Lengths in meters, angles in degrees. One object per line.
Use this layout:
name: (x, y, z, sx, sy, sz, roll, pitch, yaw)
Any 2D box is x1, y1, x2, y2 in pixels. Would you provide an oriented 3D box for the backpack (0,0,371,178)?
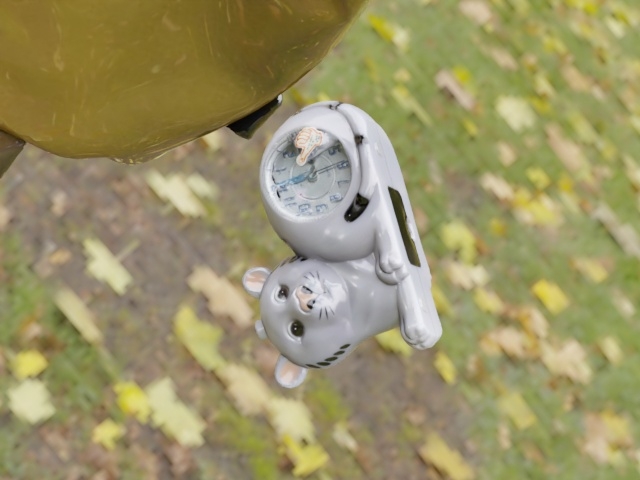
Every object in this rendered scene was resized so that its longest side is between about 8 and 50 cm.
backpack: (-0.134, -0.197, 0.884, 0.378, 0.353, 0.201, 27, 47, -18)

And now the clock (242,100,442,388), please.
clock: (0.000, 0.000, 1.258, 0.080, 0.117, 0.176, 20, 54, -73)
